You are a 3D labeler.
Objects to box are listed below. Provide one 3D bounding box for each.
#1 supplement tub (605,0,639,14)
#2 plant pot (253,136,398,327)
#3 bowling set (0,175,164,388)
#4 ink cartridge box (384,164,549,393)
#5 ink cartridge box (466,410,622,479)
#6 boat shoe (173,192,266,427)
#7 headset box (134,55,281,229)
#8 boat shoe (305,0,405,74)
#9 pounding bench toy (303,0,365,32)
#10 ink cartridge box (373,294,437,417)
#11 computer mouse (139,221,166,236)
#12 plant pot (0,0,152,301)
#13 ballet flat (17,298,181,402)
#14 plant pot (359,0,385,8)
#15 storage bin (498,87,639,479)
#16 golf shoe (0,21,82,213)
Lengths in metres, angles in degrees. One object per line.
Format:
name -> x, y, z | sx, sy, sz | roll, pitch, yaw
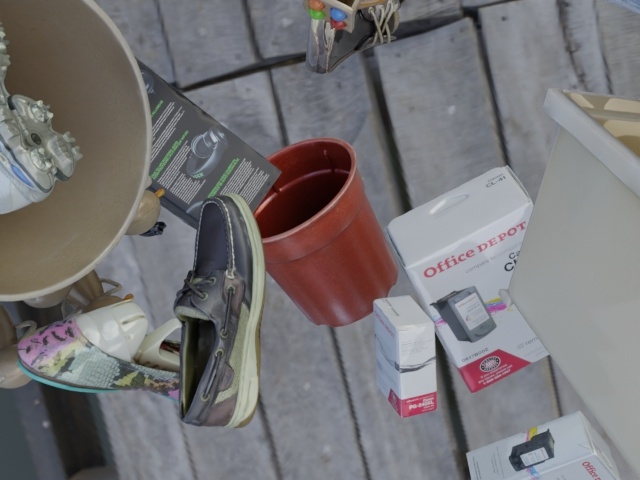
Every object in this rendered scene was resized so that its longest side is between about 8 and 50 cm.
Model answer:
supplement tub -> 0.290, -0.260, 0.767 | 0.117, 0.117, 0.190 | 26, 110, 16
plant pot -> 0.000, 0.000, 1.841 | 0.273, 0.272, 0.265 | -15, 128, 25
bowling set -> -0.255, 0.068, 0.966 | 0.154, 0.287, 0.199 | 37, 154, 48
ink cartridge box -> 0.269, 0.068, 1.636 | 0.226, 0.131, 0.306 | -28, 125, 5
ink cartridge box -> 0.312, 0.320, 1.407 | 0.175, 0.072, 0.127 | -26, 133, 19
boat shoe -> -0.067, 0.044, 0.645 | 0.056, 0.049, 0.152 | -13, 78, 51
headset box -> -0.237, -0.140, 1.434 | 0.283, 0.246, 0.131 | 38, 83, -26
boat shoe -> 0.079, -0.413, 1.792 | 0.130, 0.355, 0.132 | 18, 140, 12
pounding bench toy -> 0.004, -0.245, 0.964 | 0.083, 0.052, 0.065 | 26, 83, 5
ink cartridge box -> 0.127, 0.171, 1.523 | 0.063, 0.109, 0.150 | -10, 113, -14
computer mouse -> -0.316, -0.039, 1.466 | 0.242, 0.071, 0.041 | 8, 76, 30
plant pot -> -0.331, -0.090, 0.862 | 0.274, 0.257, 0.256 | 5, 105, 41
ballet flat -> -0.156, 0.096, 0.888 | 0.079, 0.222, 0.077 | -52, 46, 16
plant pot -> 0.056, -0.368, 1.131 | 0.205, 0.188, 0.205 | -2, 98, -17
storage bin -> 0.254, 0.049, 0.453 | 0.261, 0.262, 0.123 | 2, 120, -18
golf shoe -> -0.233, -0.095, 0.642 | 0.086, 0.069, 0.176 | -29, 90, 27
